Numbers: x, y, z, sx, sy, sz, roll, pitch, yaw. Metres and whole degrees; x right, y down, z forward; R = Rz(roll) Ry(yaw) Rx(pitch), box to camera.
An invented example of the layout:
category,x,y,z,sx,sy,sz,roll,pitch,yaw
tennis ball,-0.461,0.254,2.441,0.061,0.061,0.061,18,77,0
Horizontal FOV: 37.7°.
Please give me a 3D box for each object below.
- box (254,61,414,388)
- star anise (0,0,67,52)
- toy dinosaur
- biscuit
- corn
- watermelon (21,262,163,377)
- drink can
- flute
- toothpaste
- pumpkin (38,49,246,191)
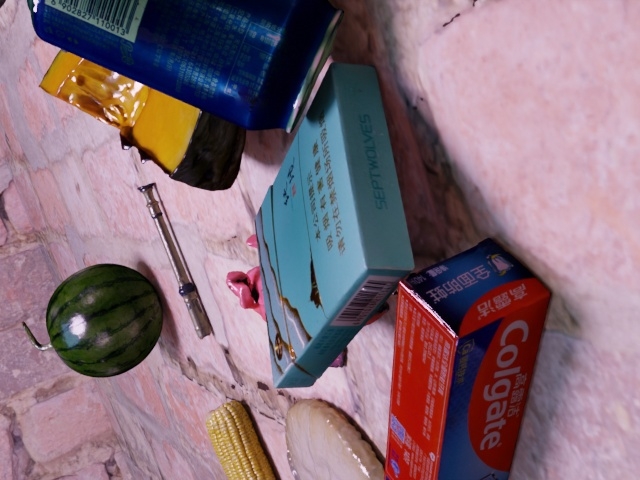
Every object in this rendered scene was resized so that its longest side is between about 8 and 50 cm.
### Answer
category,x,y,z,sx,sy,sz,roll,pitch,yaw
box,-0.001,0.000,0.711,0.229,0.041,0.162,123,144,-57
star anise,-0.194,-0.270,0.715,0.129,0.282,0.212,47,179,32
toy dinosaur,-0.007,0.084,0.897,0.286,0.070,0.139,18,139,54
biscuit,0.021,0.263,1.019,0.265,0.040,0.188,0,109,66
corn,-0.108,0.308,1.324,0.085,0.063,0.165,-32,83,43
watermelon,-0.364,0.137,1.535,0.188,0.214,0.188,54,164,24
drink can,-0.093,-0.157,0.656,0.204,0.118,0.118,25,153,-3
flute,-0.204,0.030,1.320,0.027,0.027,0.233,-8,104,67
toothpaste,0.096,0.143,0.683,0.066,0.076,0.320,49,152,38
pumpkin,-0.135,-0.162,0.897,0.312,0.148,0.169,30,100,44
